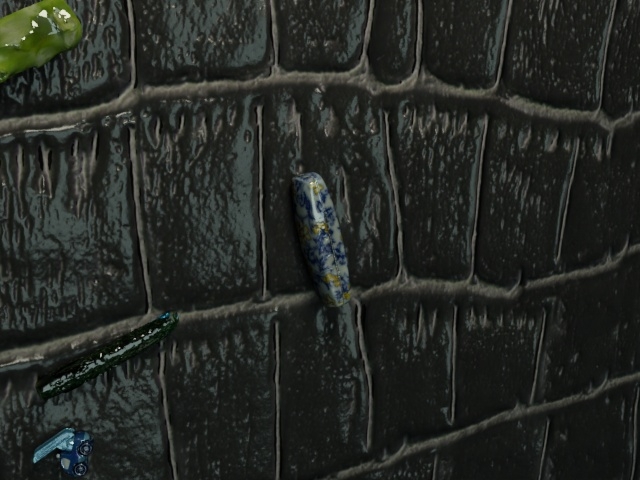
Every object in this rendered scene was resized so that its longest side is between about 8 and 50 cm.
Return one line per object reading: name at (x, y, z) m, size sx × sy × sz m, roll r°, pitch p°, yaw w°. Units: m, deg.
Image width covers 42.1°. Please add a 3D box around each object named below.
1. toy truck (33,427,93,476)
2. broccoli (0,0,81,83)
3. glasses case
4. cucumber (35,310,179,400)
toy truck at (-0.421, 0.346, 1.362) m, size 0.090 × 0.056 × 0.073 m, roll 13°, pitch 89°, yaw -14°
broccoli at (-0.497, -0.211, 1.159) m, size 0.362 × 0.221 × 0.252 m, roll -18°, pitch 73°, yaw -24°
glasses case at (0.000, 0.000, 1.484) m, size 0.065 × 0.087 × 0.247 m, roll -23°, pitch 111°, yaw -26°
cucumber at (-0.345, 0.190, 1.374) m, size 0.257 × 0.043 × 0.044 m, roll -28°, pitch 115°, yaw -20°
